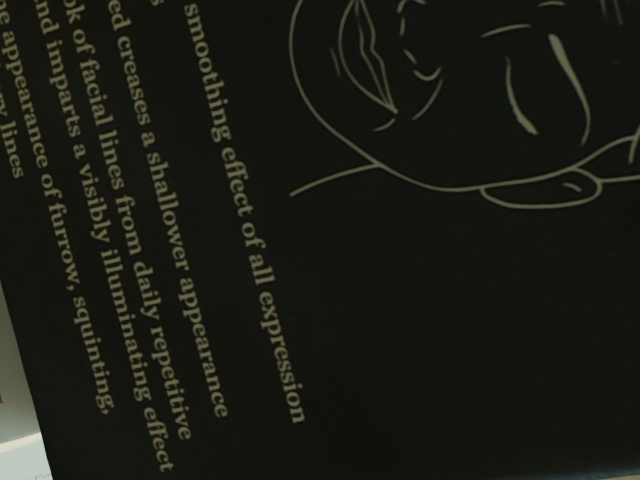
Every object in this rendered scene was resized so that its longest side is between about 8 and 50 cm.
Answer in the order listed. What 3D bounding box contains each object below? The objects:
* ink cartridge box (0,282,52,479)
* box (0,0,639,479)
[{"bbox_3d":[-0.160,0.042,0.856,0.119,0.207,0.353,-15,156,-16],"label":"ink cartridge box"},{"bbox_3d":[0.081,-0.078,0.641,0.395,0.293,0.212,-12,-176,33],"label":"box"}]
